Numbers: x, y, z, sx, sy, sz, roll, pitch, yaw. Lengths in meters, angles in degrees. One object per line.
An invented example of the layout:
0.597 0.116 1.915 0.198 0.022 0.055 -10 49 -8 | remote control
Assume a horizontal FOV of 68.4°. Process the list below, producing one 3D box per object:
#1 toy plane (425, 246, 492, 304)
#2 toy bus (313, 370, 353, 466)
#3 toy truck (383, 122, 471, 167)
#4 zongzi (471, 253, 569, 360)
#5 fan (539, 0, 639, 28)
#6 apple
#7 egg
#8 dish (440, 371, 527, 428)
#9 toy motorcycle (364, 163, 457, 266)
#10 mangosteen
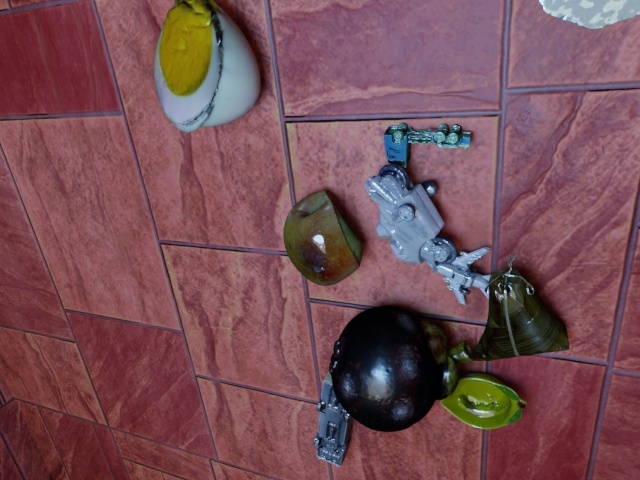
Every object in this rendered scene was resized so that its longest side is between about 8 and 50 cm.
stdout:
0.320 0.076 1.075 0.171 0.065 0.162 18 124 11 | toy plane
0.052 0.513 1.374 0.097 0.138 0.343 16 121 19 | toy bus
0.222 -0.198 0.984 0.175 0.067 0.081 5 123 19 | toy truck
0.382 0.177 1.048 0.241 0.111 0.248 -28 117 34 | zongzi
0.483 -0.426 0.775 0.240 0.009 0.131 -8 111 28 | fan
0.000 0.000 1.118 0.188 0.174 0.207 50 171 -27 | apple
-0.243 -0.383 1.052 0.264 0.174 0.286 -48 65 34 | egg
0.408 0.387 1.179 0.207 0.080 0.149 -9 107 30 | dish
0.185 -0.042 1.046 0.260 0.110 0.171 53 141 -10 | toy motorcycle
0.174 0.310 1.139 0.313 0.297 0.297 23 131 -29 | mangosteen
